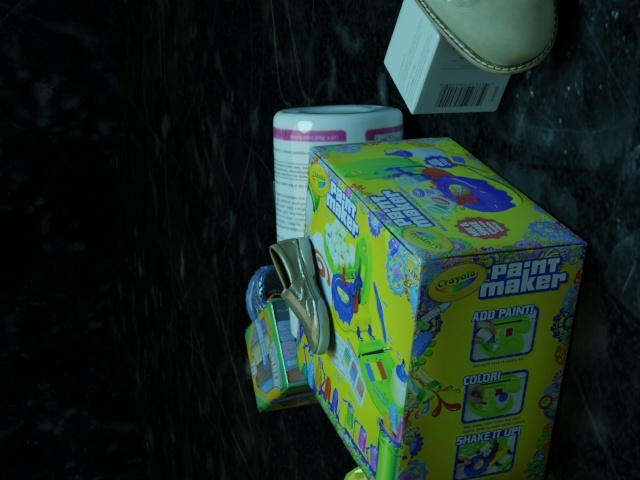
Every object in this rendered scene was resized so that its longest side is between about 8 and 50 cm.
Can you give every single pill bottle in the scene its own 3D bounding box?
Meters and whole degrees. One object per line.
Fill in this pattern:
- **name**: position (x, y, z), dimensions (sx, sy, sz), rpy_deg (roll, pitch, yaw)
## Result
- **pill bottle**: position (0.025, -0.022, 1.362), dimensions (0.160, 0.160, 0.283), rpy_deg (-154, 61, -67)

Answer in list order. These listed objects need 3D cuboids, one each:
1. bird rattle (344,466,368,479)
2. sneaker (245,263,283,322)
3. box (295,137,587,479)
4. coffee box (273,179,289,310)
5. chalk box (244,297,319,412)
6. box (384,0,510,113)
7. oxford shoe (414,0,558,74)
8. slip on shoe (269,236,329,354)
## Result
- **bird rattle**: position (0.079, 0.312, 1.280), dimensions (0.143, 0.207, 0.253), rpy_deg (57, 161, 16)
- **sneaker**: position (-0.060, 0.146, 1.787), dimensions (0.087, 0.083, 0.221), rpy_deg (-13, 89, 56)
- **box**: position (0.106, 0.074, 1.145), dimensions (0.290, 0.177, 0.279), rpy_deg (-129, 37, -57)
- **coffee box**: position (0.000, 0.000, 1.494), dimensions (0.040, 0.113, 0.184), rpy_deg (134, 130, -69)
- **chalk box**: position (-0.014, 0.154, 1.561), dimensions (0.213, 0.132, 0.132), rpy_deg (130, 131, -65)
- **box**: position (0.134, -0.193, 1.103), dimensions (0.102, 0.101, 0.087), rpy_deg (107, 150, -44)
- **oxford shoe**: position (0.103, -0.323, 0.940), dimensions (0.397, 0.141, 0.146), rpy_deg (62, -175, -12)
- **slip on shoe**: position (-0.023, 0.060, 1.179), dimensions (0.051, 0.041, 0.135), rpy_deg (128, 134, -63)
